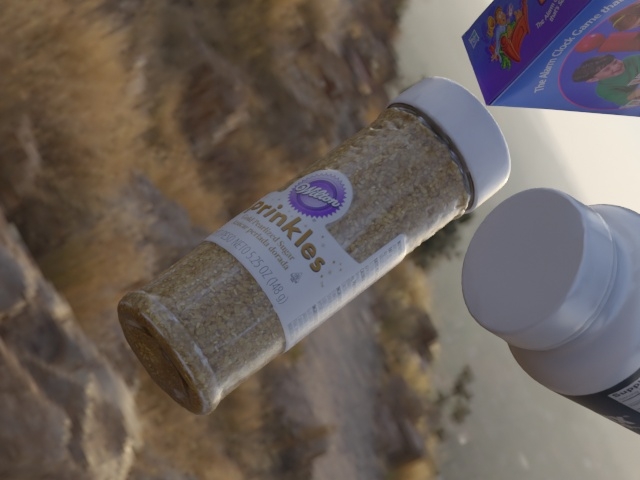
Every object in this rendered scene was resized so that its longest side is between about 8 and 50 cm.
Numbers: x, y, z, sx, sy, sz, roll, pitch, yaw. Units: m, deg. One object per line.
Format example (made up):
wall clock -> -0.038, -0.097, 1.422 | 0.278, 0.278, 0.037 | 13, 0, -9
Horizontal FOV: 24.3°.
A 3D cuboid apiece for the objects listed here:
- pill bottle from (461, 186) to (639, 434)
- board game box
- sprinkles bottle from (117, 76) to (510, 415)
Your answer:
pill bottle -> 0.163, 0.041, 0.810 | 0.180, 0.108, 0.108 | 28, 31, -39
board game box -> 0.310, -0.232, 1.227 | 0.233, 0.347, 0.078 | 1, 59, -33
sprinkles bottle -> 0.000, 0.000, 1.264 | 0.121, 0.355, 0.121 | 43, -24, 24
